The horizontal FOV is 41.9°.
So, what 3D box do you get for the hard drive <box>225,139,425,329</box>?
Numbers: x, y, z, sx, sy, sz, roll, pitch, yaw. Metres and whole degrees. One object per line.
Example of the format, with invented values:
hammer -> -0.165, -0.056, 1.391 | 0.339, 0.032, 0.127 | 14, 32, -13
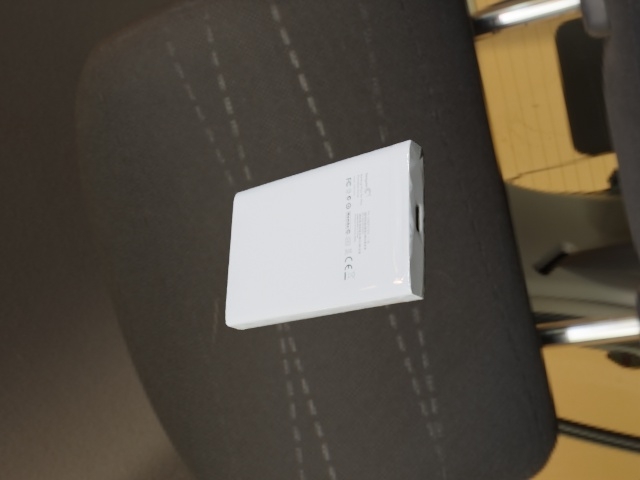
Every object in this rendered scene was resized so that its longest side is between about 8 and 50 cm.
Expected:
hard drive -> 0.000, 0.000, 1.118 | 0.040, 0.307, 0.203 | 23, -118, -46
